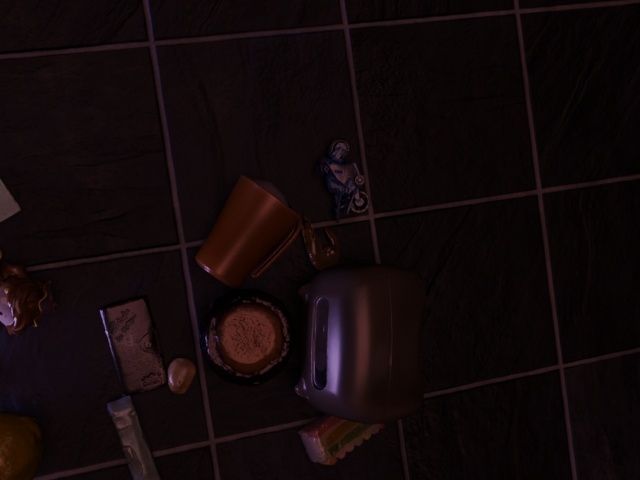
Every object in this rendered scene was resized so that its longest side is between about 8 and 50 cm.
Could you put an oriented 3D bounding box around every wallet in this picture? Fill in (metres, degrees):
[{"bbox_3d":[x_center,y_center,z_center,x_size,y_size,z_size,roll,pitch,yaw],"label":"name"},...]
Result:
[{"bbox_3d":[-0.451,0.257,1.912,0.121,0.031,0.232,-15,94,-12],"label":"wallet"}]

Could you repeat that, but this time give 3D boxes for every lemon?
[{"bbox_3d":[-0.737,0.490,1.756,0.260,0.204,0.204,-40,101,-13],"label":"lemon"}]

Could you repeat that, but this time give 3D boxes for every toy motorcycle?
[{"bbox_3d":[0.051,-0.156,2.018,0.114,0.076,0.205,-21,99,-4],"label":"toy motorcycle"}]

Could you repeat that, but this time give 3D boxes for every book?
[{"bbox_3d":[-0.780,-0.074,1.824,0.135,0.017,0.103,-32,98,-12],"label":"book"}]

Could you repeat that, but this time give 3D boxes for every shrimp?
[{"bbox_3d":[0.003,-0.001,2.020,0.095,0.045,0.163,-19,94,-14],"label":"shrimp"}]

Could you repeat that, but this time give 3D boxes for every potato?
[{"bbox_3d":[-0.342,0.331,1.927,0.068,0.062,0.083,5,59,11],"label":"potato"}]

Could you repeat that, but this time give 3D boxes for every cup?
[{"bbox_3d":[-0.167,-0.015,1.928,0.264,0.182,0.226,-54,134,-1],"label":"cup"}]

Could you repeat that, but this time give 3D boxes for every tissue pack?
[{"bbox_3d":[0.095,0.247,1.920,0.276,0.267,0.387,2,88,-35],"label":"tissue pack"}]

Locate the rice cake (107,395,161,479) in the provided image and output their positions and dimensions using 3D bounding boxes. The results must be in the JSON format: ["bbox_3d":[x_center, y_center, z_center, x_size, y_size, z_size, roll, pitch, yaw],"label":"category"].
[{"bbox_3d":[-0.434,0.539,1.908,0.066,0.063,0.337,-22,96,-20],"label":"rice cake"}]

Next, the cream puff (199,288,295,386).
[{"bbox_3d":[-0.180,0.235,1.914,0.238,0.165,0.239,1,87,-13],"label":"cream puff"}]

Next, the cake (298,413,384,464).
[{"bbox_3d":[0.064,0.488,2.026,0.225,0.090,0.110,-27,92,-15],"label":"cake"}]

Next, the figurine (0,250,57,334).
[{"bbox_3d":[-0.731,0.115,1.782,0.263,0.142,0.190,29,61,-14],"label":"figurine"}]
